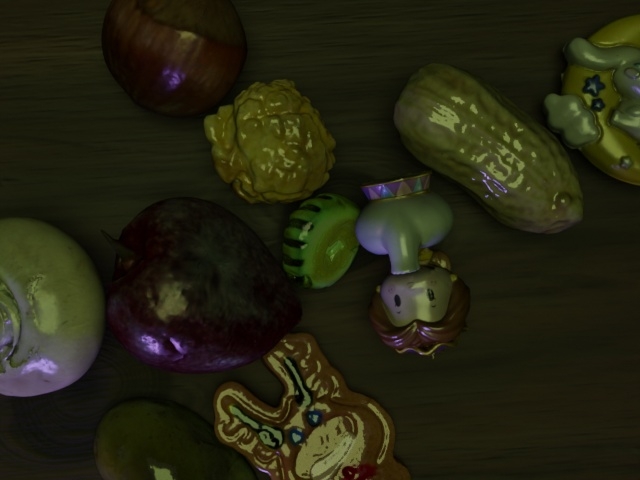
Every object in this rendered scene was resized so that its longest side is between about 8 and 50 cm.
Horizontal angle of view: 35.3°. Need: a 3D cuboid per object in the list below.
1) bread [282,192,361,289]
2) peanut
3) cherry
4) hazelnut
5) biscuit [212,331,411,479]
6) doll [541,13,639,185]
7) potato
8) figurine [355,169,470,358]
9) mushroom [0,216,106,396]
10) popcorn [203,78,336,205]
[{"bbox_3d":[0.000,0.000,1.414,0.071,0.130,0.139,26,112,41],"label":"bread"},{"bbox_3d":[0.239,-0.121,1.398,0.313,0.152,0.152,34,88,-8],"label":"peanut"},{"bbox_3d":[-0.163,0.068,1.350,0.300,0.203,0.230,21,54,-22],"label":"cherry"},{"bbox_3d":[-0.201,-0.270,1.379,0.214,0.176,0.214,2,93,34],"label":"hazelnut"},{"bbox_3d":[0.002,0.290,1.425,0.202,0.047,0.334,-43,94,-8],"label":"biscuit"},{"bbox_3d":[0.452,-0.208,1.425,0.252,0.111,0.237,32,87,8],"label":"doll"},{"bbox_3d":[-0.202,0.334,1.399,0.272,0.111,0.160,43,90,0],"label":"potato"},{"bbox_3d":[0.129,0.041,1.380,0.142,0.189,0.263,-10,97,18],"label":"figurine"},{"bbox_3d":[-0.409,0.096,1.335,0.246,0.202,0.246,9,108,29],"label":"mushroom"},{"bbox_3d":[-0.067,-0.133,1.385,0.170,0.180,0.180,17,88,41],"label":"popcorn"}]
